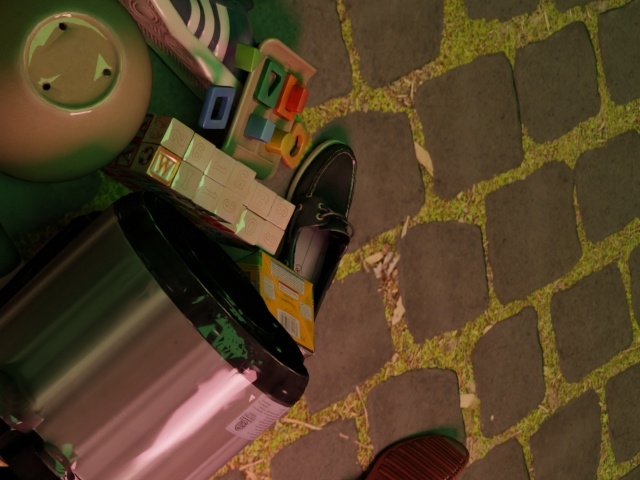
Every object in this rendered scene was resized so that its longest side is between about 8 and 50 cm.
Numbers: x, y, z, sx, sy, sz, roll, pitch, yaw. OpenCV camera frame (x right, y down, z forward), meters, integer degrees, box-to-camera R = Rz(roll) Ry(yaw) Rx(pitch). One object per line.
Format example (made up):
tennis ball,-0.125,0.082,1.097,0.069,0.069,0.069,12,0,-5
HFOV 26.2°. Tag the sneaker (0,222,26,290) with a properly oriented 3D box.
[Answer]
sneaker,-0.529,0.040,1.787,0.296,0.105,0.146,-35,118,-38

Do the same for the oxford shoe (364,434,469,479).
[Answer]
oxford shoe,0.130,0.465,2.448,0.348,0.123,0.130,-28,142,-35

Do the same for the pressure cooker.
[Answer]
pressure cooker,-0.273,0.187,1.819,0.420,0.375,0.370,-42,115,5

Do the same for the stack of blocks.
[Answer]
stack of blocks,-0.176,-0.080,2.018,0.297,0.171,0.087,33,77,-40

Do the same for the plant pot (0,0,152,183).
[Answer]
plant pot,-0.340,-0.220,1.778,0.284,0.191,0.284,0,89,-21

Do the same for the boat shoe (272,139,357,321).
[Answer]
boat shoe,-0.003,-0.001,2.220,0.127,0.113,0.340,37,74,-39

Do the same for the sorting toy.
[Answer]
sorting toy,-0.069,-0.191,2.075,0.196,0.047,0.348,-67,156,-1

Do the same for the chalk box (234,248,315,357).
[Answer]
chalk box,-0.130,0.129,2.101,0.132,0.213,0.132,35,42,-42

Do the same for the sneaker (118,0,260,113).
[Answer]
sneaker,-0.186,-0.338,1.995,0.148,0.131,0.350,-57,138,-15
